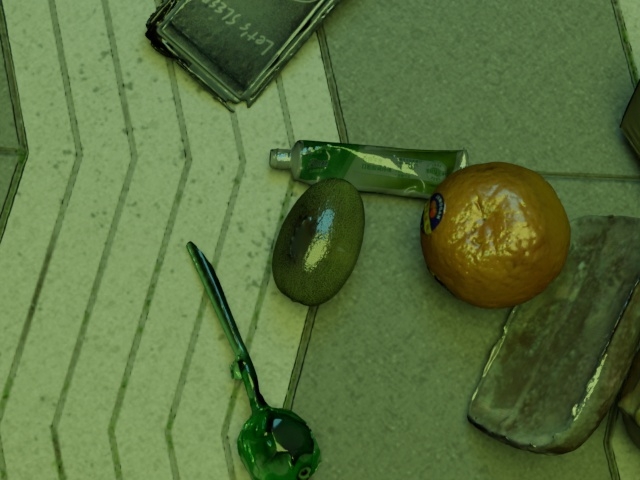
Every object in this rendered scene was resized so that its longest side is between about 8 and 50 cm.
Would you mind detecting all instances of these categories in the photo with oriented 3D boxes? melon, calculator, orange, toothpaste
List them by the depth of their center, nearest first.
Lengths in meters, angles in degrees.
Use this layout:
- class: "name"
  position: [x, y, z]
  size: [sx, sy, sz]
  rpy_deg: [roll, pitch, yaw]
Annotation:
- class: "orange"
  position: [0.206, -0.006, 1.515]
  size: [0.178, 0.155, 0.177]
  rpy_deg: [-11, 64, 25]
- class: "melon"
  position: [0.000, 0.000, 1.527]
  size: [0.099, 0.099, 0.162]
  rpy_deg: [22, 78, -1]
- class: "calculator"
  position: [-0.071, -0.306, 1.574]
  size: [0.166, 0.028, 0.274]
  rpy_deg: [41, 91, -14]
- class: "toothpaste"
  position: [0.060, -0.088, 1.578]
  size: [0.248, 0.047, 0.078]
  rpy_deg: [5, 84, -7]

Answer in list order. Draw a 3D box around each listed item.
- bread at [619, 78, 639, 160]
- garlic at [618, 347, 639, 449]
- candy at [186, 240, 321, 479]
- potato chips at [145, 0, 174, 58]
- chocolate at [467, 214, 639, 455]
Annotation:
- class: "bread"
  position: [0.476, -0.136, 1.533]
  size: [0.142, 0.224, 0.212]
  rpy_deg: [-30, 63, -25]
- class: "garlic"
  position: [0.466, 0.151, 1.469]
  size: [0.203, 0.185, 0.281]
  rpy_deg: [22, 115, 11]
- class: "candy"
  position: [-0.093, 0.143, 1.512]
  size: [0.097, 0.097, 0.323]
  rpy_deg: [-21, 73, -9]
- class: "potato chips"
  position: [-0.150, -0.324, 1.612]
  size: [0.209, 0.026, 0.142]
  rpy_deg: [-42, 83, -11]
- class: "chocolate"
  position: [0.306, 0.115, 1.507]
  size: [0.100, 0.185, 0.303]
  rpy_deg: [30, 80, -27]
